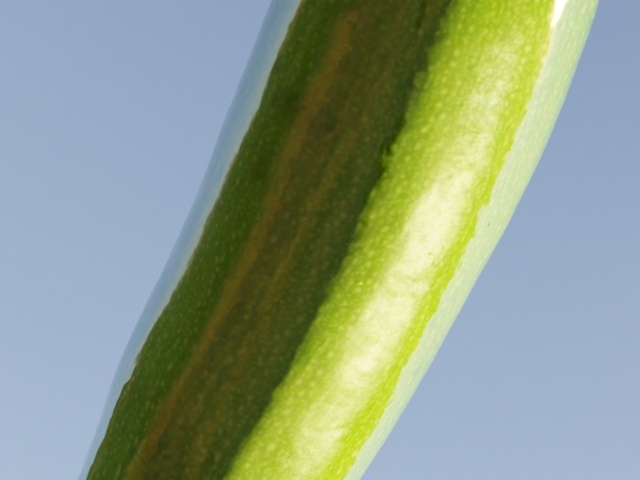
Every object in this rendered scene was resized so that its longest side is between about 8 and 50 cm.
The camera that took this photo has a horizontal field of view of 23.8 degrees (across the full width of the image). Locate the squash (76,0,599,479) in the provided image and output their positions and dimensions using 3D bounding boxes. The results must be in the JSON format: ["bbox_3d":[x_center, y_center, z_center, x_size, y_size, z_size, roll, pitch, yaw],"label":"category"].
[{"bbox_3d":[0.002,-0.001,0.416,0.082,0.082,0.292,26,-64,2],"label":"squash"}]
